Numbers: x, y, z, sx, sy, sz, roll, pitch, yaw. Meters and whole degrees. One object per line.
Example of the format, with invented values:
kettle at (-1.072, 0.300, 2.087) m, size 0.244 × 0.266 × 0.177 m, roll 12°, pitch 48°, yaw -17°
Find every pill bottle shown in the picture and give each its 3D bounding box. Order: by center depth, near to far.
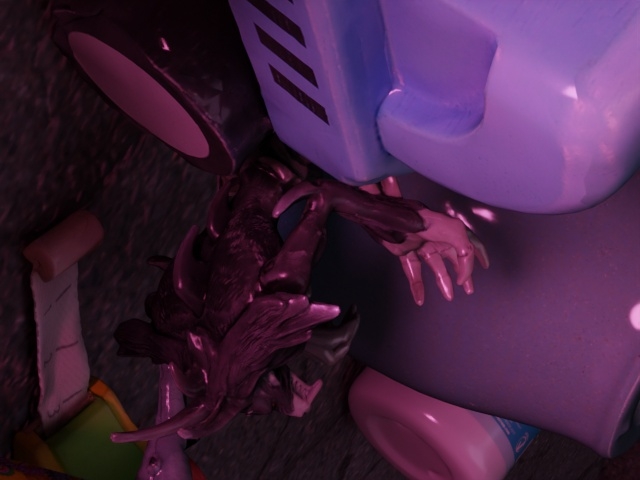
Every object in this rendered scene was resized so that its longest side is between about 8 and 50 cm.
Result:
pill bottle at (0.154, 0.082, 1.306) m, size 0.264 × 0.146 × 0.146 m, roll -48°, pitch 157°, yaw -23°

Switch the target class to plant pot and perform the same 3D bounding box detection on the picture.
plant pot at (0.130, -0.006, 0.980) m, size 0.271 × 0.255 × 0.272 m, roll -46°, pitch 156°, yaw -28°

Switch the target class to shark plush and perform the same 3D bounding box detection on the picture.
shark plush at (-0.078, 0.144, 0.776) m, size 0.067 × 0.073 × 0.161 m, roll 50°, pitch 57°, yaw -69°

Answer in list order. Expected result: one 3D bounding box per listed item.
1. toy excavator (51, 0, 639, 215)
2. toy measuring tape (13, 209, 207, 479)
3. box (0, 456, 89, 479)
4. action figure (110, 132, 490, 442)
toy excavator at (0.102, -0.121, 0.494) m, size 0.222 × 0.445 × 0.433 m, roll -51°, pitch 158°, yaw -15°
toy measuring tape at (-0.108, 0.128, 0.850) m, size 0.121 × 0.121 × 0.330 m, roll -40°, pitch 153°, yaw -37°
box at (-0.170, 0.271, 0.620) m, size 0.177 × 0.290 × 0.279 m, roll 21°, pitch 104°, yaw -33°
action figure at (0.000, 0.000, 0.769) m, size 0.164 × 0.141 × 0.276 m, roll -18°, pitch -137°, yaw 50°
